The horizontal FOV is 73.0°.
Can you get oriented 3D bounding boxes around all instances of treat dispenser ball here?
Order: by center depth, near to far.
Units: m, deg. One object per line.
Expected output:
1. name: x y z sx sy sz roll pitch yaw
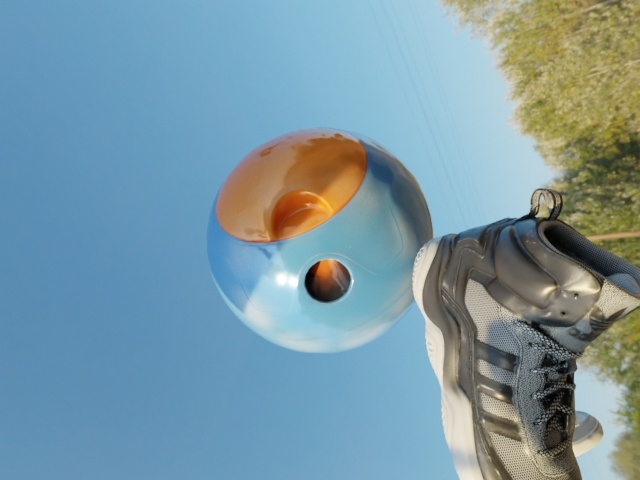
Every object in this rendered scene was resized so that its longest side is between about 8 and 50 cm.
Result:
1. treat dispenser ball: 0.000 0.000 0.564 0.288 0.288 0.288 17 -112 -50

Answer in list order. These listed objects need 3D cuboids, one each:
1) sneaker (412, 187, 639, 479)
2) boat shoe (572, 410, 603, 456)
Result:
1. sneaker: 0.166 0.093 0.317 0.101 0.153 0.268 4 -119 -32
2. boat shoe: 0.257 0.235 0.541 0.066 0.184 0.063 29 -132 -87
